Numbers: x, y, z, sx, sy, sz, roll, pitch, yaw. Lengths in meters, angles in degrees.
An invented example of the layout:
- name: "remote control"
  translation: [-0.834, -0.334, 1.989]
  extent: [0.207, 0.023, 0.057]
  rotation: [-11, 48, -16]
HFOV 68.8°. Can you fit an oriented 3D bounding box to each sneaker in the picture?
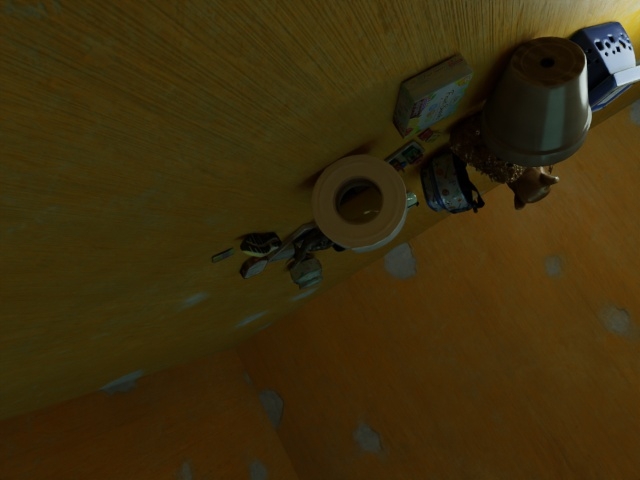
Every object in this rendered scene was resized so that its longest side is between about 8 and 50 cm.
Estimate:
- name: "sneaker"
  translation: [-0.223, 0.029, 1.657]
  extent: [0.094, 0.081, 0.209]
  rotation: [-33, 167, 25]
- name: "sneaker"
  translation: [0.392, -0.148, 2.272]
  extent: [0.151, 0.094, 0.256]
  rotation: [-29, 169, -14]

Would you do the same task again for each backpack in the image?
- name: "backpack"
  translation: [0.521, -0.238, 1.907]
  extent: [0.213, 0.276, 0.263]
  rotation: [-20, 167, 18]
- name: "backpack"
  translation: [-0.069, 0.163, 2.361]
  extent: [0.166, 0.144, 0.188]
  rotation: [-23, 164, -4]

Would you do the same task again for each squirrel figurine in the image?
- name: "squirrel figurine"
  translation: [0.667, -0.290, 1.699]
  extent: [0.397, 0.370, 0.281]
  rotation: [-16, 161, -46]

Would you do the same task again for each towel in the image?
- name: "towel"
  translation: [-0.344, 0.054, 1.648]
  extent: [0.083, 0.009, 0.060]
  rotation: [-26, 166, -18]

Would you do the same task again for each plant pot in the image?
- name: "plant pot"
  translation: [0.649, -0.426, 1.389]
  extent: [0.323, 0.323, 0.280]
  rotation: [-30, 151, 0]
- name: "plant pot"
  translation: [0.899, -0.553, 1.558]
  extent: [0.236, 0.212, 0.236]
  rotation: [-21, 165, -28]

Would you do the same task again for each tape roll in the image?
- name: "tape roll"
  translation: [0.119, -0.109, 1.410]
  extent: [0.286, 0.286, 0.100]
  rotation: [-31, 167, 6]

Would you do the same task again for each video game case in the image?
- name: "video game case"
  translation: [-0.088, 0.004, 1.974]
  extent: [0.204, 0.025, 0.285]
  rotation: [-13, 160, -50]

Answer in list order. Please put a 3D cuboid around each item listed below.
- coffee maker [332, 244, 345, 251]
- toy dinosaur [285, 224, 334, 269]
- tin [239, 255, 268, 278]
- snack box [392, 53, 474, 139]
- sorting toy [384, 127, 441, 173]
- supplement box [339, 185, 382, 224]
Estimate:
- name: "coffee maker"
  translation: [0.116, -0.041, 2.093]
  extent: [0.171, 0.120, 0.178]
  rotation: [16, 137, -40]
- name: "toy dinosaur"
  translation: [0.000, 0.000, 1.906]
  extent: [0.314, 0.120, 0.160]
  rotation: [-24, 178, -41]
- name: "tin"
  translation: [-0.275, 0.107, 1.945]
  extent: [0.106, 0.040, 0.189]
  rotation: [-28, 167, -27]
- name: "snack box"
  translation: [0.293, -0.376, 1.246]
  extent: [0.175, 0.070, 0.207]
  rotation: [-28, 168, -5]
- name: "sorting toy"
  translation: [0.309, -0.286, 1.639]
  extent: [0.275, 0.046, 0.132]
  rotation: [-36, 160, 21]
- name: "supplement box"
  translation: [0.124, -0.111, 1.580]
  extent: [0.191, 0.129, 0.194]
  rotation: [-31, -161, 6]
